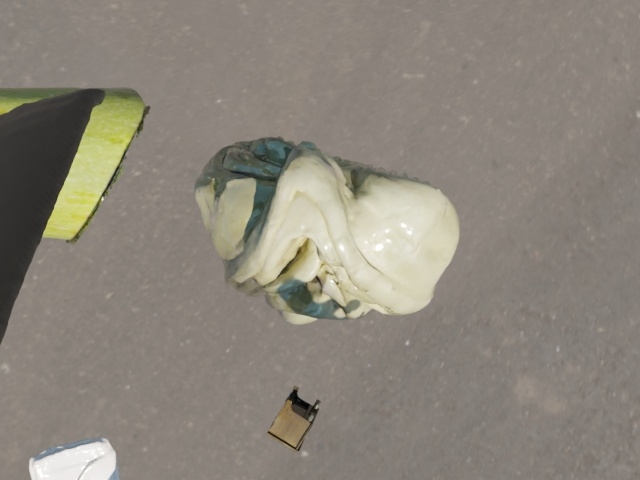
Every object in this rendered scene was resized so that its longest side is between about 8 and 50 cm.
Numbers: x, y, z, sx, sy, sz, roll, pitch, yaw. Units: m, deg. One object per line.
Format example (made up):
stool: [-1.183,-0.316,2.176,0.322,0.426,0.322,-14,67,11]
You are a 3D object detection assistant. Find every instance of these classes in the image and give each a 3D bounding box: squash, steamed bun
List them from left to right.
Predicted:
squash: [-0.272,-0.053,0.644,0.137,0.288,0.137,8,100,55]
steamed bun: [0.000,0.000,1.226,0.352,0.339,0.247,20,89,-24]

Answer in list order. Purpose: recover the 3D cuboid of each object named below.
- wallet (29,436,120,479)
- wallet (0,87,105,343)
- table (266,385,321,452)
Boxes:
wallet: [-0.354,0.383,1.299,0.124,0.032,0.182,-10,109,-20]
wallet: [-0.260,0.050,0.411,0.323,0.247,0.041,-16,132,18]
table: [-0.046,0.337,1.670,0.070,0.083,0.082,31,105,3]
